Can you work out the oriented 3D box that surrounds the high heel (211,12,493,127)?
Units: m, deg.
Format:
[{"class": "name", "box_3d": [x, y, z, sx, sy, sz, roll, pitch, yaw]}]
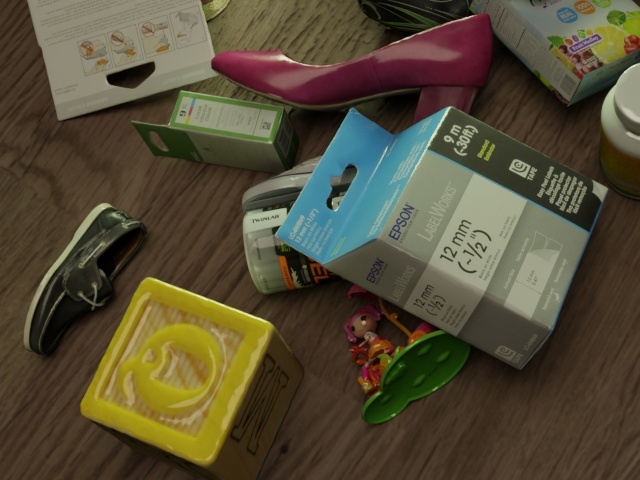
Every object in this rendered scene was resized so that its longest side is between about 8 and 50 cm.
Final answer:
[{"class": "high heel", "box_3d": [0.044, -0.259, 1.791, 0.377, 0.127, 0.181, 13, 98, 2]}]

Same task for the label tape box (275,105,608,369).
[{"class": "label tape box", "box_3d": [0.156, -0.033, 1.623, 0.348, 0.115, 0.249, 29, 54, 2]}]

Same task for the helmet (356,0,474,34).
[{"class": "helmet", "box_3d": [0.144, -0.365, 1.818, 0.162, 0.169, 0.169, 13, 72, 29]}]

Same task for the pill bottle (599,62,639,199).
[{"class": "pill bottle", "box_3d": [0.414, -0.141, 1.648, 0.118, 0.208, 0.117, -4, 68, 10]}]

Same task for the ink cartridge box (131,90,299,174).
[{"class": "ink cartridge box", "box_3d": [-0.145, -0.153, 1.815, 0.209, 0.109, 0.062, 9, 71, 15]}]

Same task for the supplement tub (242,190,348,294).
[{"class": "supplement tub", "box_3d": [0.000, 0.000, 1.724, 0.190, 0.117, 0.117, -12, 68, 7]}]

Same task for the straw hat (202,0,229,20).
[{"class": "straw hat", "box_3d": [-0.204, -0.395, 1.945, 0.145, 0.061, 0.144, -4, 68, 10]}]

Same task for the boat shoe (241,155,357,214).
[{"class": "boat shoe", "box_3d": [0.004, -0.077, 1.785, 0.226, 0.083, 0.075, -7, 45, 2]}]

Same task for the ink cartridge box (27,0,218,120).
[{"class": "ink cartridge box", "box_3d": [-0.286, -0.324, 1.911, 0.275, 0.060, 0.238, -13, 92, 18]}]

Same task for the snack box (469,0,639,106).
[{"class": "snack box", "box_3d": [0.335, -0.297, 1.764, 0.174, 0.070, 0.207, -27, 63, -31]}]

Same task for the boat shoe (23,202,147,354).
[{"class": "boat shoe", "box_3d": [-0.325, 0.059, 1.783, 0.079, 0.084, 0.233, 26, 73, 19]}]

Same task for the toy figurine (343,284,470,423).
[{"class": "toy figurine", "box_3d": [0.084, 0.123, 1.683, 0.173, 0.130, 0.159, -47, 52, 17]}]

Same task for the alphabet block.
[{"class": "alphabet block", "box_3d": [-0.156, 0.187, 1.639, 0.192, 0.197, 0.193, 18, 73, 16]}]
